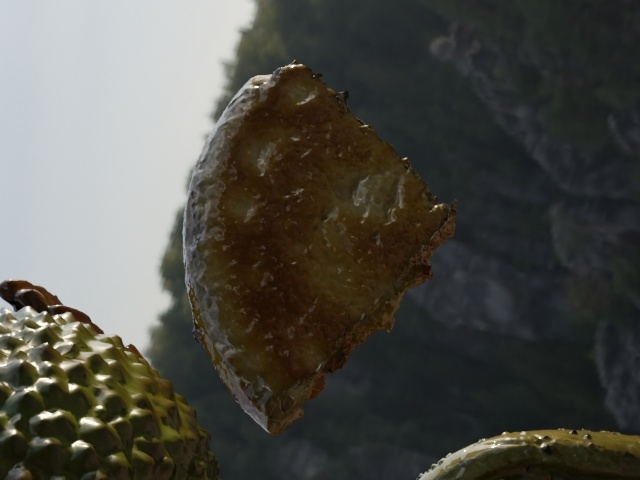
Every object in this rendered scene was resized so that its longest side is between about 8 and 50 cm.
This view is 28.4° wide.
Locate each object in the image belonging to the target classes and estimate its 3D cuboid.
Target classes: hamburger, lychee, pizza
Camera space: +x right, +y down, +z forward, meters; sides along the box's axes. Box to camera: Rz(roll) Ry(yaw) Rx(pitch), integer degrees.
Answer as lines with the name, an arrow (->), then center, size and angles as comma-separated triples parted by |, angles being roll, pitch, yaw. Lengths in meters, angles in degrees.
hamburger -> 0.201, 0.241, 0.975 | 0.192, 0.288, 0.167 | -46, 41, 34
lychee -> -0.185, 0.169, 0.744 | 0.320, 0.270, 0.269 | -125, 50, -71
pizza -> 0.000, 0.000, 1.039 | 0.086, 0.226, 0.335 | 102, 168, -61

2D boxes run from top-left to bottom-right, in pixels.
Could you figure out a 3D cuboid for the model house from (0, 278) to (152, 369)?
model house -> -0.267, 0.165, 1.260 | 0.229, 0.199, 0.219 | -20, -38, -40
